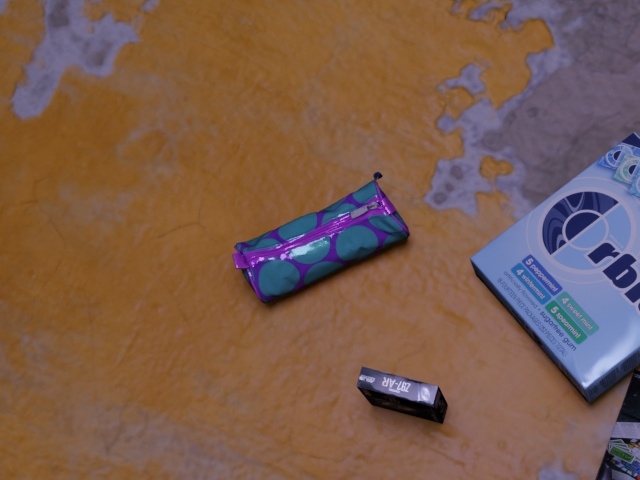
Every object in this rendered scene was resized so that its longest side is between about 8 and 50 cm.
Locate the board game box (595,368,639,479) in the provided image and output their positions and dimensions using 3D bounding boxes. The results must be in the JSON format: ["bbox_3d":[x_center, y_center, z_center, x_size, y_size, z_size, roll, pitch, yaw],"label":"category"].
[{"bbox_3d":[0.351,0.205,0.877,0.259,0.030,0.136,20,58,18],"label":"board game box"}]

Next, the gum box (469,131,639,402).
[{"bbox_3d":[0.248,0.020,0.960,0.184,0.041,0.157,-37,60,-2],"label":"gum box"}]

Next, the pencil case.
[{"bbox_3d":[0.000,0.000,1.014,0.151,0.070,0.064,-26,69,4],"label":"pencil case"}]

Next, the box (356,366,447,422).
[{"bbox_3d":[0.070,0.131,0.949,0.067,0.083,0.018,13,74,15],"label":"box"}]
